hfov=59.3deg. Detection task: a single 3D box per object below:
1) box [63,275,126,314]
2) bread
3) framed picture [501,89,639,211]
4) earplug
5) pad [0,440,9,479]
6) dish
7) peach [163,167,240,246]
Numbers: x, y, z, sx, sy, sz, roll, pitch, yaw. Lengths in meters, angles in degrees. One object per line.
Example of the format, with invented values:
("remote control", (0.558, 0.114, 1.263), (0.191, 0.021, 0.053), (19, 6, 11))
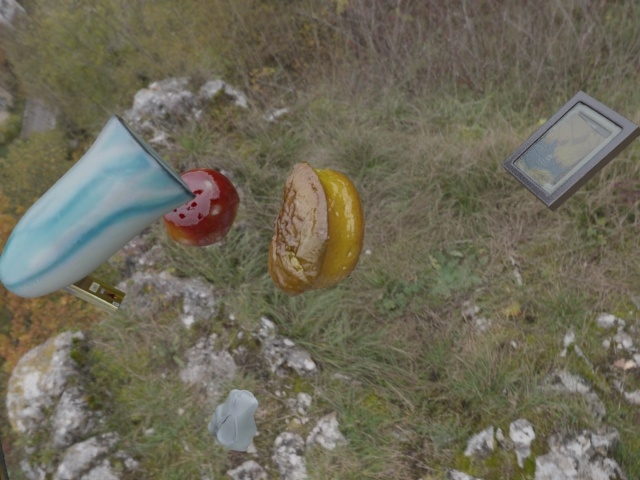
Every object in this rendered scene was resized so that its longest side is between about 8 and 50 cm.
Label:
("box", (-0.513, 0.114, 1.273), (0.023, 0.133, 0.090), (-57, 16, 11))
("bread", (0.000, 0.000, 1.339), (0.179, 0.194, 0.340), (37, 120, 46))
("framed picture", (0.388, -0.143, 0.885), (0.168, 0.023, 0.128), (-45, 42, 14))
("earplug", (-0.386, -0.030, 0.921), (0.324, 0.185, 0.185), (-43, 53, -4))
("pad", (-0.377, 0.154, 0.447), (0.063, 0.315, 0.375), (-51, 48, 3))
("dish", (-0.162, 0.339, 1.040), (0.091, 0.039, 0.137), (26, 112, 7))
("peach", (-0.350, -0.094, 1.652), (0.243, 0.243, 0.199), (-40, 22, 1))
